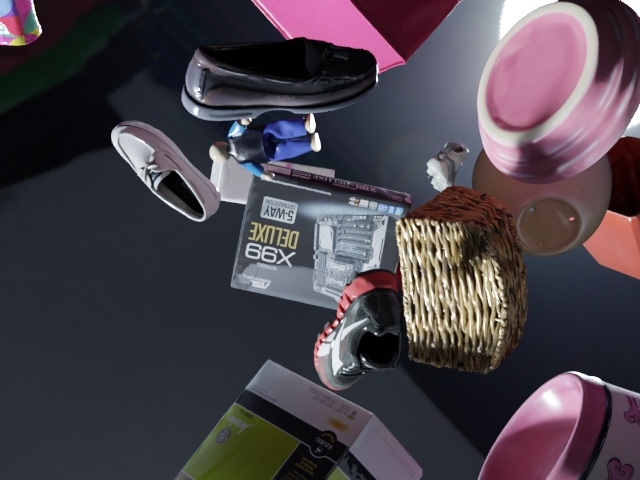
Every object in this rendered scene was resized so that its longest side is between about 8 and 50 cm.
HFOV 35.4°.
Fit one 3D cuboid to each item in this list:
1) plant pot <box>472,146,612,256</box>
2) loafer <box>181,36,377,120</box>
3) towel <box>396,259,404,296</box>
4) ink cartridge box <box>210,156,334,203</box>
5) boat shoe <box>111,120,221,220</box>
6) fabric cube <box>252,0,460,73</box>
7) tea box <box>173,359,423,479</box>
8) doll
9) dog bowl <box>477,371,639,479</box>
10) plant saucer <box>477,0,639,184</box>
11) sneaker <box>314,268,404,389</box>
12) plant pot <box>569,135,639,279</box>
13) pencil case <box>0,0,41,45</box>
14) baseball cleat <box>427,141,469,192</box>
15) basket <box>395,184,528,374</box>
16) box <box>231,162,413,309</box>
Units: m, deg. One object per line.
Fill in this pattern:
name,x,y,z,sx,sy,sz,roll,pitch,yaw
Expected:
plant pot,0.446,-0.078,1.993,0.284,0.284,0.191,-45,16,27
loafer,-0.044,-0.236,1.388,0.302,0.109,0.095,-14,-41,-27
towel,0.222,0.042,2.077,0.031,0.199,0.274,-25,-14,31
ink cartridge box,-0.091,-0.138,2.520,0.207,0.353,0.119,-159,78,-77
boat shoe,-0.324,-0.137,2.046,0.096,0.267,0.088,-42,9,24
fabric cube,0.076,-0.445,1.681,0.258,0.254,0.259,-49,17,-20
tea box,-0.048,0.455,1.905,0.323,0.220,0.329,-50,38,-17
doll,-0.099,-0.160,1.707,0.188,0.129,0.046,-9,34,11
dog bowl,0.439,0.421,1.850,0.408,0.150,0.408,-56,4,6
plant saucer,0.374,-0.258,1.631,0.332,0.084,0.332,-31,49,43
sneaker,0.062,0.173,1.602,0.097,0.135,0.276,-1,-41,-23
plant pot,0.753,-0.061,2.366,0.267,0.236,0.267,-35,31,-18
pencil case,-0.600,-0.486,1.902,0.104,0.104,0.236,-40,-41,-39
baseball cleat,0.301,-0.159,2.289,0.109,0.072,0.206,-45,-18,-1
basket,0.287,0.065,1.838,0.213,0.299,0.223,4,20,33
box,0.000,0.000,1.924,0.076,0.307,0.243,-85,8,-72
